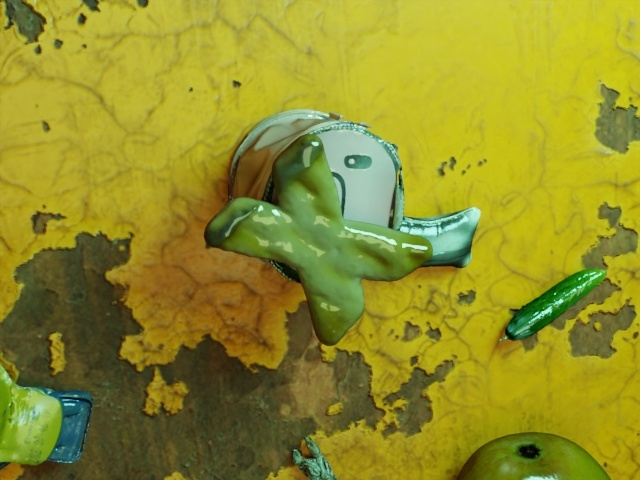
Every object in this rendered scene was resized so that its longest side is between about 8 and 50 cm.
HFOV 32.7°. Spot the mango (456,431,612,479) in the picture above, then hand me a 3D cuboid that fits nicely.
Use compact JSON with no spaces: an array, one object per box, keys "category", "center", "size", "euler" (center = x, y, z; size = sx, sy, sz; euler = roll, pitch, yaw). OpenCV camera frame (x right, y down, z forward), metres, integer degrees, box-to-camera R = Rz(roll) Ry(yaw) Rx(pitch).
[{"category":"mango","center":[0.301,0.384,1.445],"size":[0.211,0.173,0.317],"euler":[-34,122,-1]}]

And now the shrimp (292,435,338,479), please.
[{"category":"shrimp","center":[-0.009,0.291,1.398],"size":[0.038,0.029,0.092],"euler":[-27,109,4]}]

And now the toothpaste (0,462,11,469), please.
[{"category":"toothpaste","center":[-0.376,0.255,1.281],"size":[0.140,0.021,0.037],"euler":[-35,111,-6]}]

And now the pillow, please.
[{"category":"pillow","center":[0.124,0.001,1.312],"size":[0.135,0.055,0.091],"euler":[-8,105,-15]}]

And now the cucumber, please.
[{"category":"cucumber","center":[0.295,0.085,1.401],"size":[0.168,0.039,0.039],"euler":[-35,115,-4]}]

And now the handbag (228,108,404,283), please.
[{"category":"handbag","center":[-0.006,-0.046,1.223],"size":[0.179,0.116,0.205],"euler":[-3,111,-15]}]

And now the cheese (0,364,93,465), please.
[{"category":"cheese","center":[-0.391,0.202,1.225],"size":[0.270,0.069,0.177],"euler":[11,96,-27]}]

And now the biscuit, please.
[{"category":"biscuit","center":[-0.001,0.001,1.152],"size":[0.164,0.047,0.208],"euler":[-41,118,12]}]
